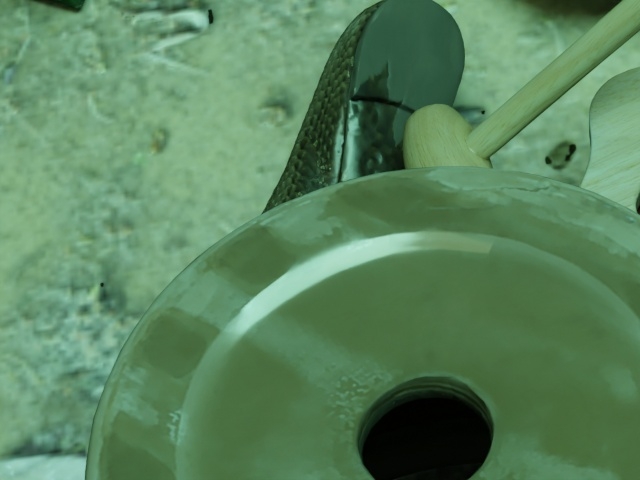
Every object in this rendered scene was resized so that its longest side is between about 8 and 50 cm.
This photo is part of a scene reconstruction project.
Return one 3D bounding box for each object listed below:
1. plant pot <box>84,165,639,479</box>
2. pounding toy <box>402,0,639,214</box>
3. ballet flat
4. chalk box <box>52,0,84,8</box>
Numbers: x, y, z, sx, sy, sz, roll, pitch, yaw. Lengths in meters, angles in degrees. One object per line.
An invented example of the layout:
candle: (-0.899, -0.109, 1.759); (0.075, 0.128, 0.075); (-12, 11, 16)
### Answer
plant pot: (0.049, 0.132, 0.569); (0.323, 0.280, 0.323); (-6, 50, 7)
pounding toy: (0.174, -0.013, 0.715); (0.269, 0.155, 0.154); (-10, 62, 4)
ballet flat: (0.000, 0.000, 0.797); (0.084, 0.058, 0.250); (25, 76, -19)
chalk box: (-0.237, -0.266, 0.876); (0.288, 0.180, 0.179); (15, 70, 16)
